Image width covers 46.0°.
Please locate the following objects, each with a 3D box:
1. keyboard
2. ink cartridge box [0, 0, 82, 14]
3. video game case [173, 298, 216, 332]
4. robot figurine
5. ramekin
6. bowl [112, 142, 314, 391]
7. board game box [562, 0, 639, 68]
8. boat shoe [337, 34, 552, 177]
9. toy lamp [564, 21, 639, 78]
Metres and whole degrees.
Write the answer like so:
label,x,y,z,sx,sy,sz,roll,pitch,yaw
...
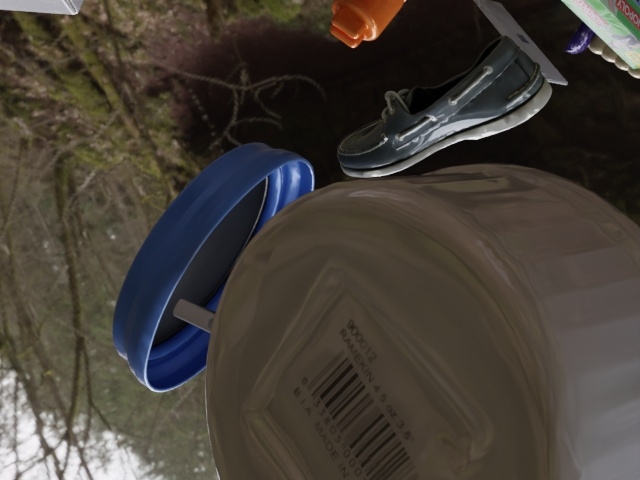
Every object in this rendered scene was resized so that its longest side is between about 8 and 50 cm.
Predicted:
label,x,y,z,sx,sy,sz,roll,pitch,yaw
keyboard,0.354,-0.362,1.352,0.072,0.256,0.014,7,134,-34
ink cartridge box,-0.311,-0.373,0.751,0.202,0.278,0.117,7,159,13
video game case,-0.038,0.124,0.835,0.184,0.023,0.201,21,172,29
robot figurine,0.110,-0.523,1.630,0.128,0.158,0.219,28,-103,42
ramekin,0.057,0.091,0.428,0.277,0.277,0.135,-5,178,44
bowl,-0.149,0.035,1.090,0.077,0.391,0.391,32,-144,14
board game box,0.372,-0.395,0.992,0.317,0.213,0.046,25,165,-37
boat shoe,0.135,-0.172,0.984,0.320,0.099,0.116,-16,-145,41
toy lamp,0.540,-0.273,1.244,0.080,0.275,0.080,-54,168,-16
